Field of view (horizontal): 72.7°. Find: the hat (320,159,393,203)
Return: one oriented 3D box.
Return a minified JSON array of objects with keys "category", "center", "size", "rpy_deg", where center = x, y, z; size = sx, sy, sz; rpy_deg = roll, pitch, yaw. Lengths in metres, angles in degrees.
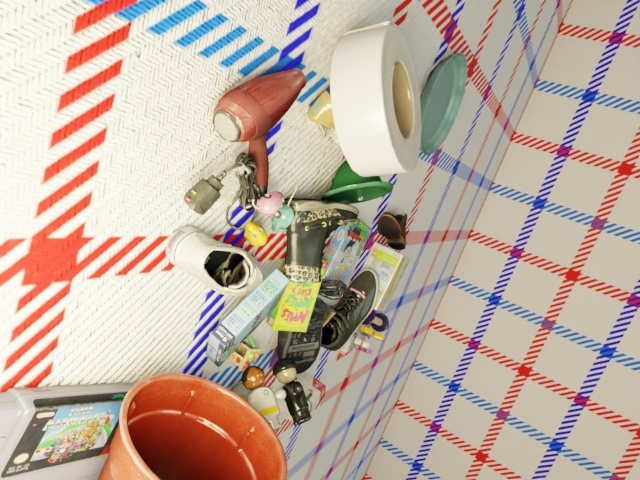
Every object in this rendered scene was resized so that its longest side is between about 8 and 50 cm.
[{"category":"hat","center":[0.078,-0.193,1.041],"size":[0.208,0.172,0.184],"rpy_deg":[15,65,-74]}]

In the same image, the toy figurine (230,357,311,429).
[{"category":"toy figurine","center":[-0.148,0.358,0.952],"size":[0.213,0.148,0.209],"rpy_deg":[-31,155,19]}]

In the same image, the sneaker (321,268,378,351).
[{"category":"sneaker","center":[0.083,0.219,1.346],"size":[0.296,0.104,0.147],"rpy_deg":[-60,159,2]}]

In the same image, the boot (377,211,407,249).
[{"category":"boot","center":[0.243,-0.062,1.456],"size":[0.219,0.082,0.106],"rpy_deg":[56,42,-56]}]

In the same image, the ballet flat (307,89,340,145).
[{"category":"ballet flat","center":[0.041,-0.243,0.928],"size":[0.073,0.080,0.232],"rpy_deg":[-40,155,14]}]

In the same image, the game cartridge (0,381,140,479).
[{"category":"game cartridge","center":[-0.389,0.326,0.648],"size":[0.230,0.068,0.355],"rpy_deg":[-59,153,-1]}]

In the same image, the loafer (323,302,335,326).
[{"category":"loafer","center":[-0.021,0.254,1.239],"size":[0.170,0.061,0.062],"rpy_deg":[-59,154,-8]}]

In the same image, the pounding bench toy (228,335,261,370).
[{"category":"pounding bench toy","center":[-0.165,0.237,0.961],"size":[0.083,0.065,0.052],"rpy_deg":[-64,153,0]}]

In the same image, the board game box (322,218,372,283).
[{"category":"board game box","center":[0.063,0.038,1.229],"size":[0.212,0.039,0.160],"rpy_deg":[-63,153,0]}]

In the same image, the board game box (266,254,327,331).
[{"category":"board game box","center":[-0.055,0.121,1.024],"size":[0.092,0.043,0.181],"rpy_deg":[12,98,-34]}]

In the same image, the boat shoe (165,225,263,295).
[{"category":"boat shoe","center":[-0.160,0.053,0.783],"size":[0.096,0.088,0.267],"rpy_deg":[-59,153,-12]}]

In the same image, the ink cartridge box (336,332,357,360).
[{"category":"ink cartridge box","center":[0.099,0.398,1.619],"size":[0.063,0.029,0.115],"rpy_deg":[-15,125,-58]}]

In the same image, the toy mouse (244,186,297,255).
[{"category":"toy mouse","center":[-0.083,-0.049,0.822],"size":[0.143,0.031,0.161],"rpy_deg":[-44,155,-19]}]

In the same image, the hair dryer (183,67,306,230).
[{"category":"hair dryer","center":[-0.116,-0.163,0.723],"size":[0.294,0.080,0.223],"rpy_deg":[-59,169,2]}]

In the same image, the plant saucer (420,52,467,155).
[{"category":"plant saucer","center":[0.376,-0.430,1.379],"size":[0.317,0.043,0.318],"rpy_deg":[-43,147,-36]}]

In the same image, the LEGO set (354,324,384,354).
[{"category":"LEGO set","center":[0.187,0.376,1.644],"size":[0.227,0.093,0.087],"rpy_deg":[72,40,-71]}]

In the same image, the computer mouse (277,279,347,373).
[{"category":"computer mouse","center":[-0.045,0.218,1.142],"size":[0.188,0.072,0.272],"rpy_deg":[6,104,-38]}]

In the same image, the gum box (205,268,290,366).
[{"category":"gum box","center":[-0.150,0.159,0.886],"size":[0.184,0.041,0.157],"rpy_deg":[-46,172,-32]}]

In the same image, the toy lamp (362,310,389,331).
[{"category":"toy lamp","center":[0.212,0.309,1.697],"size":[0.080,0.080,0.274],"rpy_deg":[-61,151,-6]}]

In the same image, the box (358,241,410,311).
[{"category":"box","center":[0.199,0.125,1.468],"size":[0.203,0.114,0.103],"rpy_deg":[-63,153,1]}]

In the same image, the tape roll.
[{"category":"tape roll","center":[0.121,-0.274,0.875],"size":[0.286,0.100,0.286],"rpy_deg":[6,83,-62]}]

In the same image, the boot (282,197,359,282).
[{"category":"boot","center":[-0.002,0.000,0.973],"size":[0.236,0.085,0.179],"rpy_deg":[1,94,-52]}]

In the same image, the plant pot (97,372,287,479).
[{"category":"plant pot","center":[-0.235,0.400,0.670],"size":[0.265,0.272,0.272],"rpy_deg":[-58,154,7]}]

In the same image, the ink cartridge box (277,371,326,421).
[{"category":"ink cartridge box","center":[-0.062,0.470,1.313],"size":[0.135,0.099,0.056],"rpy_deg":[-30,138,-49]}]
